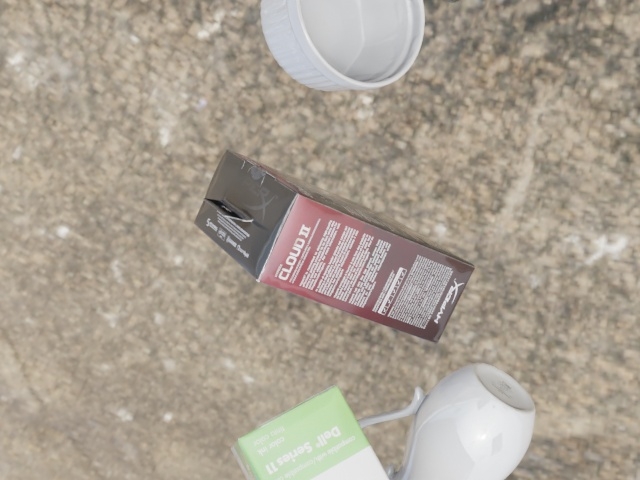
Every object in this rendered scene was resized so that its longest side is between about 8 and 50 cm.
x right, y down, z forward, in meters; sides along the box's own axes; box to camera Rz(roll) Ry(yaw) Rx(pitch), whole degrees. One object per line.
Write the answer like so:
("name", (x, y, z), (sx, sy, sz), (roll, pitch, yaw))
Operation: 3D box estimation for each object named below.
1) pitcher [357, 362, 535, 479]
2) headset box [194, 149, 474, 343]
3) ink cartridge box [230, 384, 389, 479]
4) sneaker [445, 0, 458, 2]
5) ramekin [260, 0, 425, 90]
("pitcher", (0.131, 0.228, 1.116), (0.178, 0.125, 0.207), (37, 111, 11))
("headset box", (0.000, 0.000, 1.165), (0.293, 0.110, 0.218), (21, -173, -32))
("ink cartridge box", (0.040, 0.341, 1.011), (0.353, 0.119, 0.207), (61, 167, 10))
("sneaker", (0.084, -0.303, 0.999), (0.081, 0.080, 0.211), (19, -176, 40))
("ramekin", (0.021, -0.286, 1.233), (0.207, 0.207, 0.109), (40, 154, -28))
